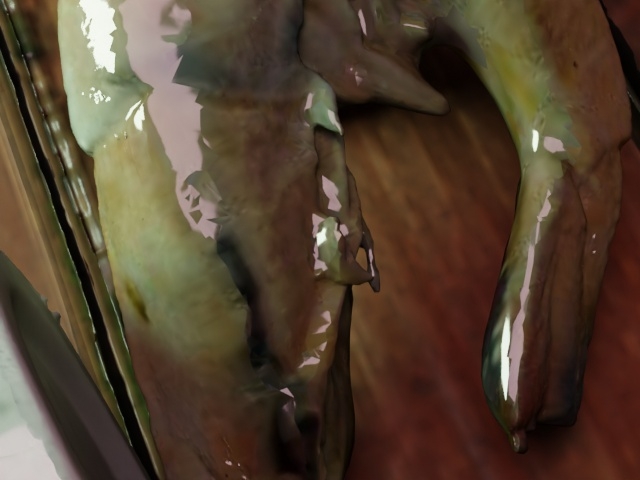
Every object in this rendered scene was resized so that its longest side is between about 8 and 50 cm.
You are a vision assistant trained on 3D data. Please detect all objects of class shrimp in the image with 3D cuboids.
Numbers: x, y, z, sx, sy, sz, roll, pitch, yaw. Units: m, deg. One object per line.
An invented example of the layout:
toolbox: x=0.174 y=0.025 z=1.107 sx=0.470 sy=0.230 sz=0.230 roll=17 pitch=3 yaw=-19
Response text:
shrimp: x=0.016 y=-0.006 z=0.422 sx=0.145 sy=0.059 sz=0.254 roll=-14 pitch=85 yaw=-13

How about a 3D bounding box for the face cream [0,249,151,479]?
face cream: x=-0.203 y=0.147 z=0.354 sx=0.369 sy=0.145 sz=0.145 roll=-28 pitch=61 yaw=-5
